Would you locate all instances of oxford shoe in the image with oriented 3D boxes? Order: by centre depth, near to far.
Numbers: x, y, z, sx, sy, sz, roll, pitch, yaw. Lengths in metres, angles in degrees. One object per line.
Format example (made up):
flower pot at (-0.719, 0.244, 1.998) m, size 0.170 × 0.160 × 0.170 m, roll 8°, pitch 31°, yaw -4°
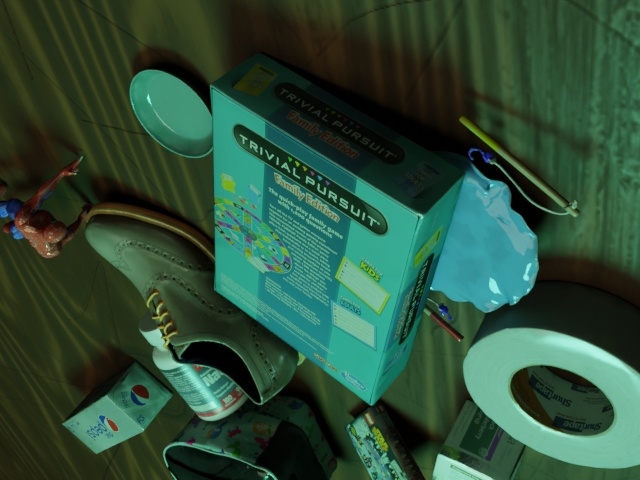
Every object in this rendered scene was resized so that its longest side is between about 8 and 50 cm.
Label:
oxford shoe at (-0.185, 0.080, 1.130) m, size 0.363 × 0.133 × 0.130 m, roll 33°, pitch 144°, yaw 5°

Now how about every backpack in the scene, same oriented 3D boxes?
backpack at (-0.111, 0.353, 1.320) m, size 0.253 × 0.191 × 0.225 m, roll -3°, pitch 127°, yaw 31°

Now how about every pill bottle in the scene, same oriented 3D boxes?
pill bottle at (-0.188, 0.174, 1.257) m, size 0.108 × 0.108 × 0.180 m, roll -7°, pitch 126°, yaw 43°

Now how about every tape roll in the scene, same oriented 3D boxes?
tape roll at (0.267, 0.146, 0.894) m, size 0.219 × 0.072 × 0.219 m, roll 21°, pitch 140°, yaw 19°

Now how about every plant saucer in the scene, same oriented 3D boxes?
plant saucer at (-0.164, -0.149, 0.960) m, size 0.119 × 0.021 × 0.119 m, roll 22°, pitch 141°, yaw 19°

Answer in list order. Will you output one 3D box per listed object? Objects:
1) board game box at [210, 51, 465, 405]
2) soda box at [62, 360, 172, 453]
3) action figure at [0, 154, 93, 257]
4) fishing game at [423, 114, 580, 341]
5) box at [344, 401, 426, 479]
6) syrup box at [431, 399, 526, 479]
board game box at (0.000, 0.000, 0.911) m, size 0.253 × 0.079 × 0.336 m, roll 34°, pitch 144°, yaw 20°
soda box at (-0.393, 0.324, 1.598) m, size 0.098 × 0.091 × 0.286 m, roll 44°, pitch 142°, yaw -8°
action figure at (-0.393, -0.053, 1.206) m, size 0.280 × 0.139 × 0.091 m, roll 21°, pitch 150°, yaw 57°
fishing game at (0.139, -0.012, 0.847) m, size 0.189 × 0.041 × 0.264 m, roll 40°, pitch 144°, yaw 15°
box at (0.093, 0.309, 1.197) m, size 0.137 × 0.027 × 0.094 m, roll 60°, pitch 146°, yaw 17°
syrup box at (0.203, 0.325, 1.121) m, size 0.096 × 0.093 × 0.237 m, roll 22°, pitch 141°, yaw 19°
